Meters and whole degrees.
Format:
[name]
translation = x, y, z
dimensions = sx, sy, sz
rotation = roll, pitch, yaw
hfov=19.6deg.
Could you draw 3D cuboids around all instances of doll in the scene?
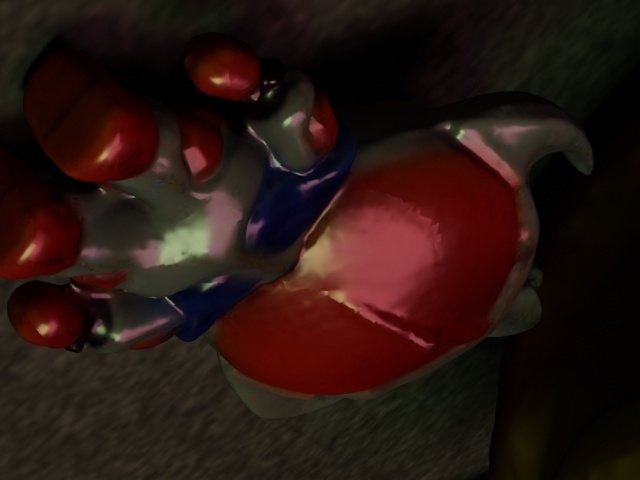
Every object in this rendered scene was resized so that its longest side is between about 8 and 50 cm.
[doll]
translation = -0.001, 0.000, 0.434
dimensions = 0.195, 0.062, 0.104
rotation = 13, 104, -52

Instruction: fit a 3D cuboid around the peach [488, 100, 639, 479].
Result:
[peach]
translation = 0.239, 0.069, 0.577
dimensions = 0.373, 0.290, 0.372
rotation = -6, 103, -27
